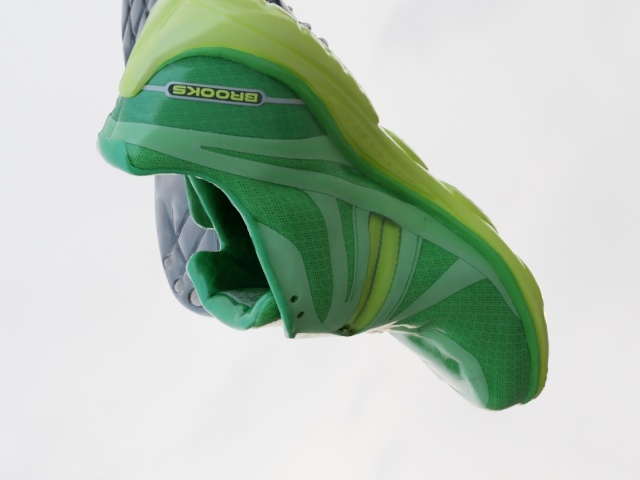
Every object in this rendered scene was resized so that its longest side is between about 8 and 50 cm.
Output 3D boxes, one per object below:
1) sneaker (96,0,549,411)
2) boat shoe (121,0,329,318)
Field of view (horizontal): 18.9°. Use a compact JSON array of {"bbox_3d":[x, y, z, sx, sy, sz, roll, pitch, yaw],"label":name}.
[{"bbox_3d":[0.000,0.000,0.917,0.123,0.109,0.295,-52,-55,-7],"label":"sneaker"},{"bbox_3d":[-0.063,-0.116,1.438,0.130,0.355,0.132,-1,-12,-28],"label":"boat shoe"}]
